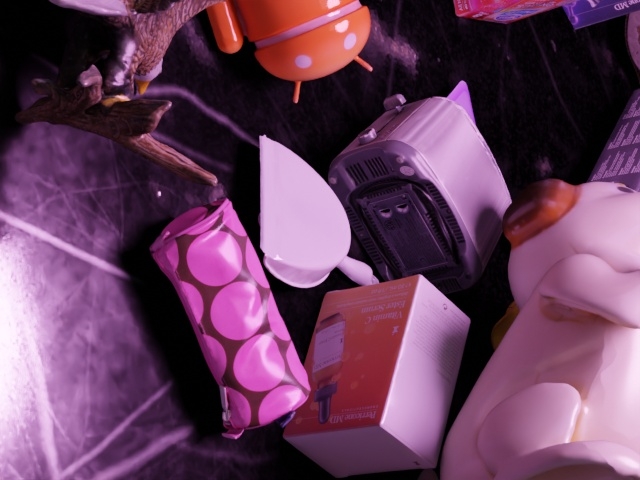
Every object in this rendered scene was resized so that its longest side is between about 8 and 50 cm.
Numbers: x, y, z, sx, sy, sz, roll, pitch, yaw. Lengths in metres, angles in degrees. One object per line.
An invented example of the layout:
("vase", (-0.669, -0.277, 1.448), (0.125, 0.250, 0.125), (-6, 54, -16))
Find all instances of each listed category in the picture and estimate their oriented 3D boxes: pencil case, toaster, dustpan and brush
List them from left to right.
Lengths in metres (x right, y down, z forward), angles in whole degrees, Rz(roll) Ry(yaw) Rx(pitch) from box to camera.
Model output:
("pencil case", (-0.086, 0.072, 1.375), (0.098, 0.095, 0.209), (-28, 100, -28))
("dustpan and brush", (0.000, 0.000, 1.525), (0.211, 0.060, 0.147), (26, 48, -36))
("toaster", (0.118, -0.044, 1.608), (0.227, 0.129, 0.146), (58, 41, -19))

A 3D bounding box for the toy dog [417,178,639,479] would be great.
("toy dog", (0.281, 0.128, 1.478), (0.284, 0.395, 0.408), (29, 55, -21))

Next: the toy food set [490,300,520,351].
("toy food set", (0.272, 0.150, 1.788), (0.128, 0.071, 0.218), (-44, 113, -20))

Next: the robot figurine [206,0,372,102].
("robot figurine", (-0.026, -0.255, 1.498), (0.158, 0.128, 0.219), (-34, 106, -48))

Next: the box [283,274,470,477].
("box", (0.057, 0.135, 1.486), (0.091, 0.130, 0.170), (42, 51, -35))

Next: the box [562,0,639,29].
("box", (0.367, -0.402, 1.974), (0.207, 0.153, 0.108), (55, 45, -23))

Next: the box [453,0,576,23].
("box", (0.226, -0.405, 1.830), (0.122, 0.128, 0.257), (-3, 82, -49))

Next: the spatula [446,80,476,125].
("spatula", (0.208, -0.045, 1.787), (0.084, 0.030, 0.296), (-49, 117, -43))

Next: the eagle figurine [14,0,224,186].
("eagle figurine", (-0.146, -0.211, 1.313), (0.226, 0.225, 0.298), (37, 64, -22))

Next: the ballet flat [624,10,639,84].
("ballet flat", (0.476, -0.247, 2.102), (0.058, 0.084, 0.250), (-83, 156, -61))

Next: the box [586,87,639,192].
("box", (0.451, 0.028, 1.939), (0.318, 0.097, 0.395), (59, 42, -26))
